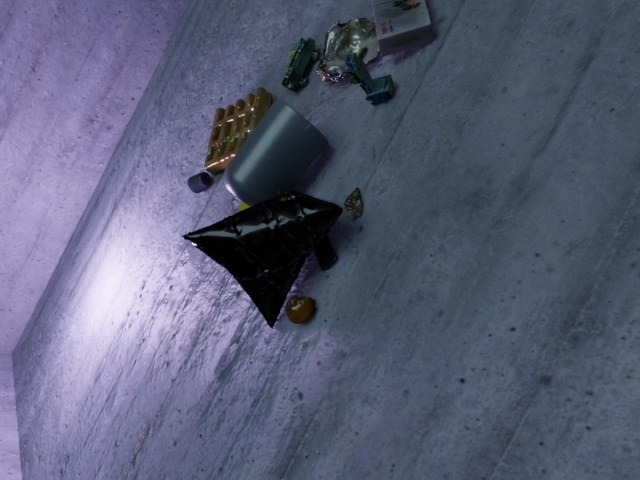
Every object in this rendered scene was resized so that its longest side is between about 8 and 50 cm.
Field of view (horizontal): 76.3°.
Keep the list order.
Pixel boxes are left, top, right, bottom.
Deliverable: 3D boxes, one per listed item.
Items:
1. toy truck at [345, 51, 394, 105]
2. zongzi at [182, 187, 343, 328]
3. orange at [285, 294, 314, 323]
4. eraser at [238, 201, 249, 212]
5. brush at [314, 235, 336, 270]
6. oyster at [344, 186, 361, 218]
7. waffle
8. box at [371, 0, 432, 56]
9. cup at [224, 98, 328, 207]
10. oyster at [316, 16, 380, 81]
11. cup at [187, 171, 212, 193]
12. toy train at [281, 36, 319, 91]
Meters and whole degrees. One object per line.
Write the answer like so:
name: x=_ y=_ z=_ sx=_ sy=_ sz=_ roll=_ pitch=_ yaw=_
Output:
toy truck: x=0.140 y=-0.455 z=1.135 sx=0.081 sy=0.175 sz=0.067 roll=-1 pitch=70 yaw=37
zongzi: x=-0.119 y=0.052 z=1.143 sx=0.384 sy=0.362 sz=0.319 roll=-29 pitch=20 yaw=-8
orange: x=-0.060 y=0.186 z=1.102 sx=0.086 sy=0.062 sz=0.086 roll=-19 pitch=61 yaw=39
eraser: x=-0.224 y=-0.133 z=1.424 sx=0.122 sy=0.045 sz=0.097 roll=3 pitch=74 yaw=43
brush: x=0.000 y=0.000 z=1.166 sx=0.063 sy=0.016 sz=0.193 roll=-42 pitch=47 yaw=24
oyster: x=0.088 y=-0.104 z=1.121 sx=0.051 sy=0.034 sz=0.093 roll=-26 pitch=50 yaw=24
waffle: x=-0.338 y=-0.436 z=1.657 sx=0.349 sy=0.078 sz=0.303 roll=-8 pitch=67 yaw=42
box: x=0.231 y=-0.656 z=1.186 sx=0.150 sy=0.067 sz=0.233 roll=-12 pitch=61 yaw=17
cup: x=-0.147 y=-0.253 z=1.270 sx=0.312 sy=0.205 sz=0.205 roll=-51 pitch=44 yaw=6
oyster: x=0.102 y=-0.608 z=1.312 sx=0.223 sy=0.083 sz=0.214 roll=28 pitch=100 yaw=30
cup: x=-0.507 y=-0.255 z=1.743 sx=0.077 sy=0.078 sz=0.100 roll=-18 pitch=28 yaw=32
toy train: x=-0.085 y=-0.653 z=1.519 sx=0.132 sy=0.083 sz=0.200 roll=26 pitch=90 yaw=58
